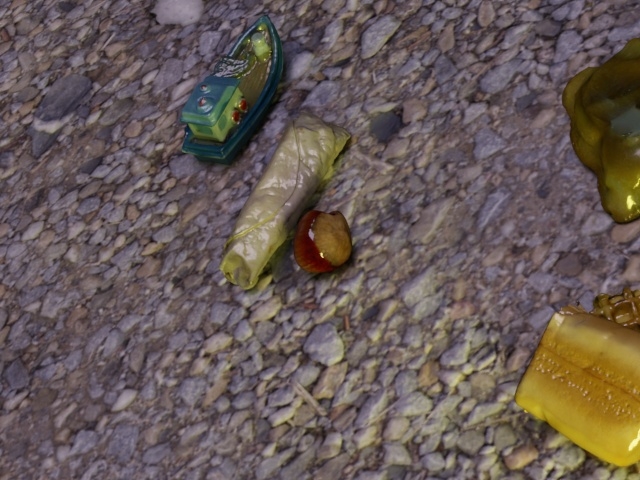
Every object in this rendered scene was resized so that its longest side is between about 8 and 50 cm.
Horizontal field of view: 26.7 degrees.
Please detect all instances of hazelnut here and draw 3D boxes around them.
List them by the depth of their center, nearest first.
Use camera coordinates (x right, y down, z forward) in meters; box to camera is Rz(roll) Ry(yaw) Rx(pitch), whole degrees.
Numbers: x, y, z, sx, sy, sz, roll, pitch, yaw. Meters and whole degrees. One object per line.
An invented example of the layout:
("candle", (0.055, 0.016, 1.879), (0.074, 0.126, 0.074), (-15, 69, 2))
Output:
("hazelnut", (0.000, 0.000, 1.692), (0.086, 0.086, 0.086), (-14, 49, 16))

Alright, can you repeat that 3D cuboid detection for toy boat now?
("toy boat", (-0.122, -0.223, 1.918), (0.109, 0.098, 0.238), (11, 59, 29))

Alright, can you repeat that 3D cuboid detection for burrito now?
("burrito", (-0.053, -0.058, 1.774), (0.082, 0.059, 0.275), (21, 64, 21))

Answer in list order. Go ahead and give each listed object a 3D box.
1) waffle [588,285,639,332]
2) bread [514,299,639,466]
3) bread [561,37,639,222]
("waffle", (0.388, 0.068, 1.457), (0.192, 0.046, 0.160), (12, 62, 34))
("bread", (0.295, 0.150, 1.401), (0.173, 0.085, 0.134), (32, 98, 40))
("bread", (0.378, -0.144, 1.609), (0.160, 0.088, 0.233), (-21, 48, 6))
